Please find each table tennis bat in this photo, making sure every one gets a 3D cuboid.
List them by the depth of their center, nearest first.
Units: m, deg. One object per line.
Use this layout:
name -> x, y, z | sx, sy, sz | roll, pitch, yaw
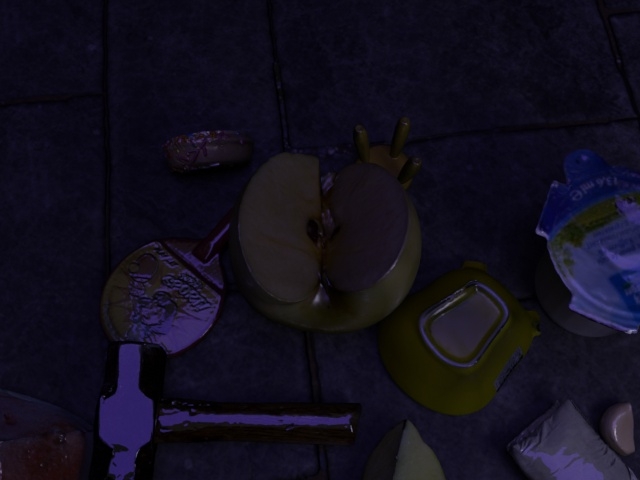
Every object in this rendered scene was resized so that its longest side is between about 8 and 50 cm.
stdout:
table tennis bat -> -0.238, 0.067, 1.258 | 0.200, 0.038, 0.310 | 38, 75, 13

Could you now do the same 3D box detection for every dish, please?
dish -> 0.229, 0.143, 1.189 | 0.262, 0.108, 0.221 | -38, 74, -15

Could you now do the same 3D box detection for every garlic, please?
garlic -> 0.467, 0.296, 1.165 | 0.053, 0.041, 0.083 | 1, 75, -14

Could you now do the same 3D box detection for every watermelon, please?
watermelon -> -0.460, 0.340, 1.070 | 0.256, 0.176, 0.259 | 3, 87, -14

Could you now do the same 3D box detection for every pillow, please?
pillow -> 0.381, 0.344, 1.122 | 0.134, 0.077, 0.181 | -32, 70, -12

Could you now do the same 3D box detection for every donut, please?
donut -> -0.198, -0.158, 1.316 | 0.166, 0.108, 0.065 | -6, 92, -9

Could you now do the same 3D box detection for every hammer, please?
hammer -> -0.140, 0.284, 1.144 | 0.409, 0.095, 0.242 | 3, 74, -7

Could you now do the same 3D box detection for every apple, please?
apple -> 0.006, 0.012, 1.175 | 0.295, 0.233, 0.257 | -1, 52, -2

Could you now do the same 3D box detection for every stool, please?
stool -> 0.113, -0.143, 1.306 | 0.134, 0.110, 0.135 | 32, 72, 11

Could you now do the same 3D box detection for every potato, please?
potato -> 0.135, 0.370, 1.127 | 0.120, 0.081, 0.149 | 35, 50, -18

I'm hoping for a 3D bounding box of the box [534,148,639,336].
box -> 0.440, 0.026, 1.188 | 0.263, 0.206, 0.291 | -23, 68, -11
